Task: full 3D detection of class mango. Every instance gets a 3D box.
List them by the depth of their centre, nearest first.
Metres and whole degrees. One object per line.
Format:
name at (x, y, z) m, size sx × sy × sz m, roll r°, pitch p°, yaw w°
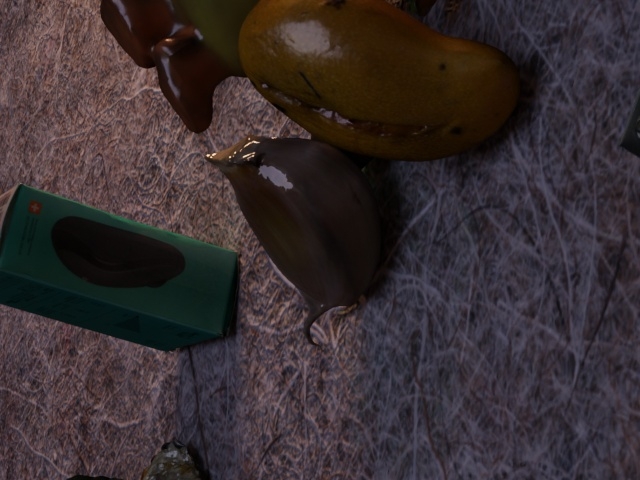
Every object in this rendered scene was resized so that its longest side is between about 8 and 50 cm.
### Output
mango at (0.049, -0.156, 1.682) m, size 0.295 × 0.120 × 0.177 m, roll 23°, pitch 146°, yaw 27°

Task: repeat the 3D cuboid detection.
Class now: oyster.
oyster at (-0.195, 0.321, 2.205) m, size 0.191 × 0.081 × 0.163 m, roll -39°, pitch 44°, yaw 50°

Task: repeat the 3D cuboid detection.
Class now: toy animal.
toy animal at (-0.057, -0.288, 1.840) m, size 0.216 × 0.338 × 0.191 m, roll 50°, pitch 165°, yaw 21°

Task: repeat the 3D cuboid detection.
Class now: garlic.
garlic at (0.003, 0.004, 1.850) m, size 0.148 × 0.128 × 0.267 m, roll 13°, pitch 126°, yaw 63°

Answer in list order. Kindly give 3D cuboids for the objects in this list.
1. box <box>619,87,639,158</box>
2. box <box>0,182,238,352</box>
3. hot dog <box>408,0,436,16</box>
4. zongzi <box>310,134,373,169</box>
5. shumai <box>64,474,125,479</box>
box at (0.328, -0.108, 1.293) m, size 0.270 × 0.045 × 0.211 m, roll 47°, pitch 122°, yaw 59°
box at (-0.282, 0.040, 2.202) m, size 0.205 × 0.311 × 0.118 m, roll -17°, pitch 58°, yaw 63°
hot dog at (0.103, -0.349, 1.743) m, size 0.076 × 0.104 × 0.250 m, roll 15°, pitch 108°, yaw 63°
zongzi at (0.040, -0.098, 1.862) m, size 0.160 × 0.078 × 0.176 m, roll -141°, pitch 53°, yaw -61°
shumai at (-0.315, 0.475, 2.050) m, size 0.397 × 0.323 × 0.324 m, roll 49°, pitch 140°, yaw 40°
